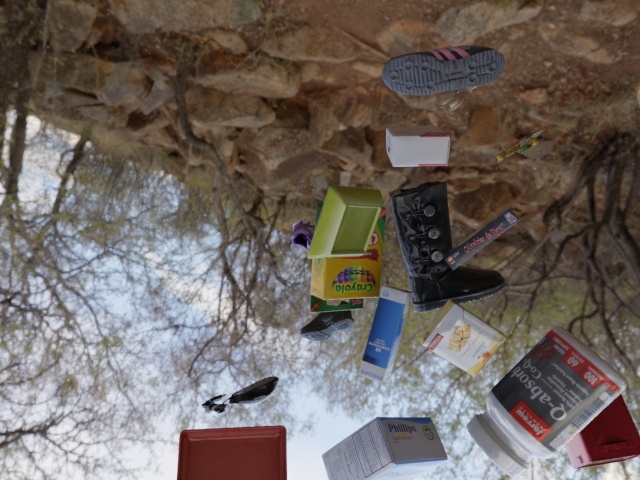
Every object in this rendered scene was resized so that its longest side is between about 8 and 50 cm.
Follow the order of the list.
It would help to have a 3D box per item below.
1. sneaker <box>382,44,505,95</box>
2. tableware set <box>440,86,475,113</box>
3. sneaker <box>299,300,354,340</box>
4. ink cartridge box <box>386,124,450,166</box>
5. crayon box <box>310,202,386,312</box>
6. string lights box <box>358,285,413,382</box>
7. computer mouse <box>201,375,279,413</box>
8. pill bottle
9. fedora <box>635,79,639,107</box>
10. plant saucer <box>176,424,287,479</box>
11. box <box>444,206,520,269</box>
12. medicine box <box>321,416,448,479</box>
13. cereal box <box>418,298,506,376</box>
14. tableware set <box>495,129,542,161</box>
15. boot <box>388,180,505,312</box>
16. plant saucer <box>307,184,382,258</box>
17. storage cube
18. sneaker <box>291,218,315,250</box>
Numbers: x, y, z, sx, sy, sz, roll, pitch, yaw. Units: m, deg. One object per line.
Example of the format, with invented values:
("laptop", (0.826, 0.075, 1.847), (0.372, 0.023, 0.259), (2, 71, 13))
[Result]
("sneaker", (0.316, -0.461, 1.311), (0.319, 0.112, 0.131), (-4, -148, -3))
("tableware set", (0.430, -0.453, 1.472), (0.020, 0.169, 0.141), (39, -153, -18))
("sneaker", (0.028, 0.362, 2.195), (0.109, 0.286, 0.130), (41, -146, -42))
("ink cartridge box", (0.400, -0.402, 2.055), (0.226, 0.131, 0.306), (-1, -161, 4))
("crayon box", (0.080, 0.056, 1.419), (0.202, 0.318, 0.081), (0, -174, -33))
("string lights box", (0.191, 0.264, 1.407), (0.077, 0.259, 0.133), (15, 179, 19))
("computer mouse", (-0.271, 0.538, 1.665), (0.262, 0.060, 0.184), (-16, 177, -40))
("pill bottle", (0.565, 0.416, 1.251), (0.210, 0.363, 0.210), (40, -172, -6))
("fedora", (1.095, -0.445, 1.557), (0.194, 0.079, 0.194), (55, -169, -16))
("plant saucer", (-0.208, 0.582, 1.158), (0.258, 0.047, 0.259), (0, -116, -6))
("box", (0.482, -0.009, 1.464), (0.044, 0.233, 0.159), (51, -162, 7))
("medicine box", (0.201, 0.690, 1.555), (0.263, 0.289, 0.149), (17, -140, -39))
("cereal box", (0.461, 0.318, 1.586), (0.240, 0.173, 0.047), (31, -170, -18))
("tableware set", (0.574, -0.266, 1.428), (0.024, 0.104, 0.154), (53, 160, -7))
("boot", (0.457, 0.001, 1.755), (0.367, 0.445, 0.146), (-15, -174, -10))
("plant saucer", (0.073, -0.033, 1.190), (0.188, 0.188, 0.045), (-1, -154, -44))
("storage cube", (0.935, 0.649, 1.656), (0.184, 0.215, 0.193), (-10, -121, 3))
("sneaker", (0.000, 0.000, 1.702), (0.236, 0.095, 0.104), (13, -148, 14))
